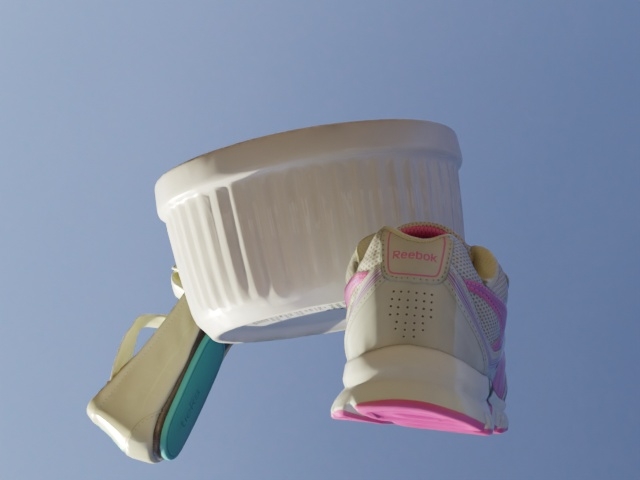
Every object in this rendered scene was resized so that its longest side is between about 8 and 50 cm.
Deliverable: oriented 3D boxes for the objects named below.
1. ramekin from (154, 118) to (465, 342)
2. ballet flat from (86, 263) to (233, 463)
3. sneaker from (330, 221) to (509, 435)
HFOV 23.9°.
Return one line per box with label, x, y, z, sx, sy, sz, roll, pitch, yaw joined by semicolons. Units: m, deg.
ramekin;0.000;0.000;1.003;0.207;0.207;0.109;-14;-100;24
ballet flat;-0.097;0.057;1.163;0.086;0.086;0.248;2;-133;39
sneaker;0.063;0.049;0.846;0.103;0.252;0.111;6;-95;3
